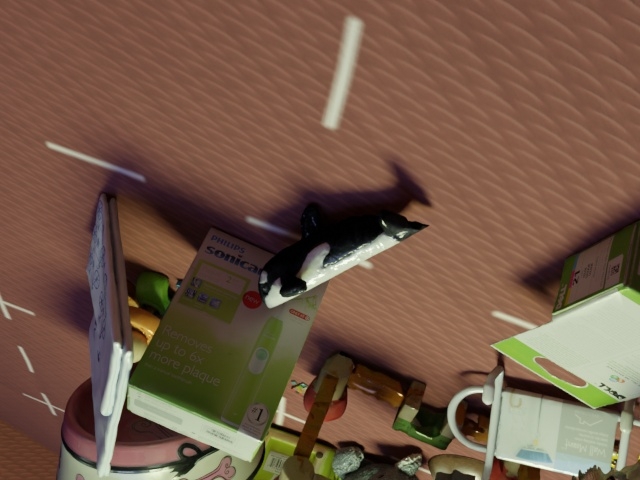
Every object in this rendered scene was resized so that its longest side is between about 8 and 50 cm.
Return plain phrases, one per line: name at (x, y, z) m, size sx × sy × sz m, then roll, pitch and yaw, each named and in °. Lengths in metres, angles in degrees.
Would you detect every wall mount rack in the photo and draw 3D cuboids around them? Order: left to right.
wall mount rack at (0.345, 0.360, 1.184) m, size 0.350 × 0.304 × 0.130 m, roll 8°, pitch -172°, yaw 23°

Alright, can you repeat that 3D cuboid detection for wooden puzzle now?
wooden puzzle at (-0.029, 0.310, 1.593) m, size 0.083 × 0.006 × 0.049 m, roll 34°, pitch 146°, yaw -16°

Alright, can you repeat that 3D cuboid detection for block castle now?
block castle at (0.152, 0.426, 1.376) m, size 0.453 × 0.303 × 0.212 m, roll 21°, pitch 142°, yaw 4°

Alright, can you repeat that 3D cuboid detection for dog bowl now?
dog bowl at (-0.316, 0.364, 1.527) m, size 0.408 × 0.408 × 0.150 m, roll 7°, pitch 112°, yaw 24°

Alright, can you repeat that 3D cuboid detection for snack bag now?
snack bag at (-0.348, 0.153, 1.248) m, size 0.037 × 0.323 × 0.342 m, roll 1°, pitch 135°, yaw -22°

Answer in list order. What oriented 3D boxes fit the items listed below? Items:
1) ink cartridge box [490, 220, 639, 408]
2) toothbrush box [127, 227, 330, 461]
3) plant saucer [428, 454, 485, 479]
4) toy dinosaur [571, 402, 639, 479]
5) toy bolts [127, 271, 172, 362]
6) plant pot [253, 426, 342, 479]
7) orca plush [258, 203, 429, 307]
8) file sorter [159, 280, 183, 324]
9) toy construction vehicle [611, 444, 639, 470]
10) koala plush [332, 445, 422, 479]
ink cartridge box at (0.364, 0.104, 0.964) m, size 0.189 × 0.097 × 0.255 m, roll 31°, pitch 149°, yaw -11°
toothbrush box at (-0.136, 0.155, 1.180) m, size 0.206 × 0.283 × 0.122 m, roll 24°, pitch 147°, yaw 0°
plant saucer at (0.318, 0.512, 1.636) m, size 0.199 × 0.036 × 0.198 m, roll 17°, pitch 148°, yaw 11°
toy dinosaur at (0.439, 0.361, 1.035) m, size 0.295 × 0.200 × 0.127 m, roll 53°, pitch 170°, yaw -19°
toy bolts at (-0.347, 0.185, 1.473) m, size 0.218 × 0.158 × 0.228 m, roll 4°, pitch 143°, yaw 30°
plant pot at (-0.082, 0.573, 1.816) m, size 0.228 × 0.227 × 0.207 m, roll 16°, pitch 140°, yaw 14°
orca plush at (0.000, 0.000, 1.045) m, size 0.287 × 0.151 × 0.102 m, roll -30°, pitch 89°, yaw 55°
file sorter at (-0.199, 0.170, 1.410) m, size 0.118 × 0.104 × 0.170 m, roll 8°, pitch 145°, yaw 24°
toy construction vehicle at (0.514, 0.374, 1.319) m, size 0.086 × 0.035 × 0.098 m, roll 15°, pitch 146°, yaw 33°
koala plush at (0.146, 0.542, 1.667) m, size 0.203 × 0.196 × 0.221 m, roll 21°, pitch 149°, yaw -17°
